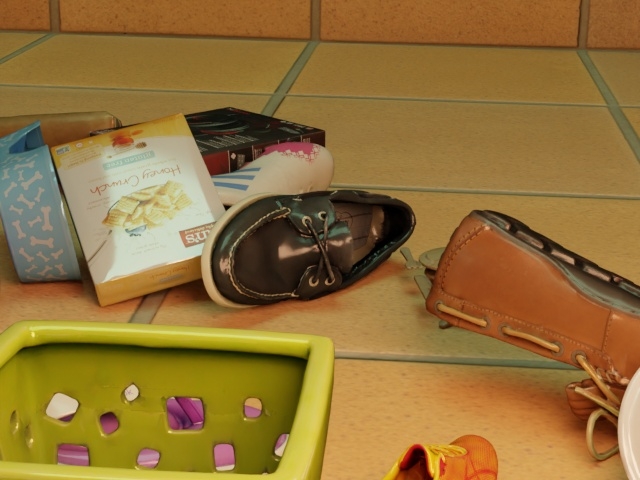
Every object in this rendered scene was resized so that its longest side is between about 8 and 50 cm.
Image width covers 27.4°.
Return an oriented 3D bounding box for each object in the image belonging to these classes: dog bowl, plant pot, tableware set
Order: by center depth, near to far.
[{"bbox_3d":[-0.110,0.184,0.806,0.227,0.207,0.228,2,18,5],"label":"plant pot"},{"bbox_3d":[0.166,0.051,1.519,0.128,0.039,0.194,-3,18,-4],"label":"tableware set"},{"bbox_3d":[-0.353,-0.044,1.604,0.074,0.165,0.297,-15,21,-12],"label":"dog bowl"}]

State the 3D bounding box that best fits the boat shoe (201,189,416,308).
[{"bbox_3d":[0.001,0.004,1.515,0.113,0.127,0.340,-1,4,34],"label":"boat shoe"}]

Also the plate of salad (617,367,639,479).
[{"bbox_3d":[0.336,0.161,1.040,0.200,0.048,0.199,-3,60,5],"label":"plate of salad"}]

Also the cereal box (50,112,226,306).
[{"bbox_3d":[-0.209,-0.041,1.556,0.173,0.047,0.240,-17,49,-13],"label":"cereal box"}]

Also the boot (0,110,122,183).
[{"bbox_3d":[-0.426,-0.171,1.899,0.270,0.236,0.089,0,52,4],"label":"boot"}]

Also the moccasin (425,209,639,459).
[{"bbox_3d":[0.264,0.111,1.178,0.380,0.147,0.139,28,10,19],"label":"moccasin"}]

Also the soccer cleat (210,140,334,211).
[{"bbox_3d":[-0.083,-0.038,1.700,0.331,0.116,0.143,-20,39,-39],"label":"soccer cleat"}]

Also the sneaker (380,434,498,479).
[{"bbox_3d":[0.096,0.187,1.042,0.064,0.067,0.175,9,18,29],"label":"sneaker"}]

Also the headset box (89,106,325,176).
[{"bbox_3d":[-0.170,-0.103,1.862,0.293,0.110,0.218,-16,24,-41],"label":"headset box"}]

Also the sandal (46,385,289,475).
[{"bbox_3d":[-0.226,0.132,1.087,0.416,0.102,0.169,6,18,-7],"label":"sandal"}]
